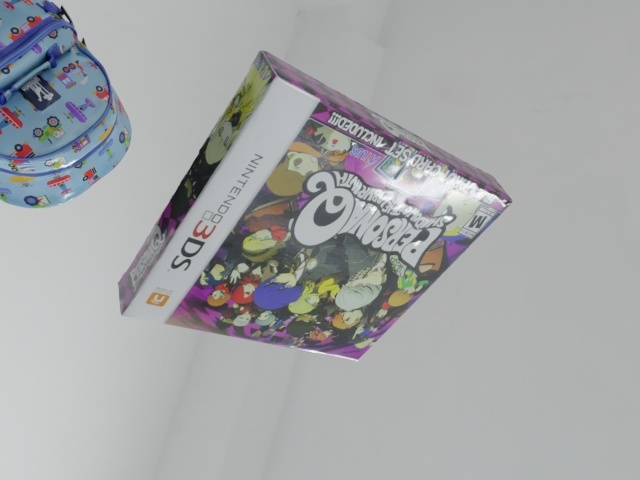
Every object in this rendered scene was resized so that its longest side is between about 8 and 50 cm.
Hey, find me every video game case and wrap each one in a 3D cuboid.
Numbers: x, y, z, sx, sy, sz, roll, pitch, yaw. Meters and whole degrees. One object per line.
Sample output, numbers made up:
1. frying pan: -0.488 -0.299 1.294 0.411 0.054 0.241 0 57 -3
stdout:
1. video game case: 0.000 0.000 0.429 0.210 0.232 0.041 -50 -140 25

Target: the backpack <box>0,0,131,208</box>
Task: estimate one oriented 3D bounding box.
1. backpack: -0.254 -0.121 0.472 0.158 0.173 0.117 -47 180 -27
